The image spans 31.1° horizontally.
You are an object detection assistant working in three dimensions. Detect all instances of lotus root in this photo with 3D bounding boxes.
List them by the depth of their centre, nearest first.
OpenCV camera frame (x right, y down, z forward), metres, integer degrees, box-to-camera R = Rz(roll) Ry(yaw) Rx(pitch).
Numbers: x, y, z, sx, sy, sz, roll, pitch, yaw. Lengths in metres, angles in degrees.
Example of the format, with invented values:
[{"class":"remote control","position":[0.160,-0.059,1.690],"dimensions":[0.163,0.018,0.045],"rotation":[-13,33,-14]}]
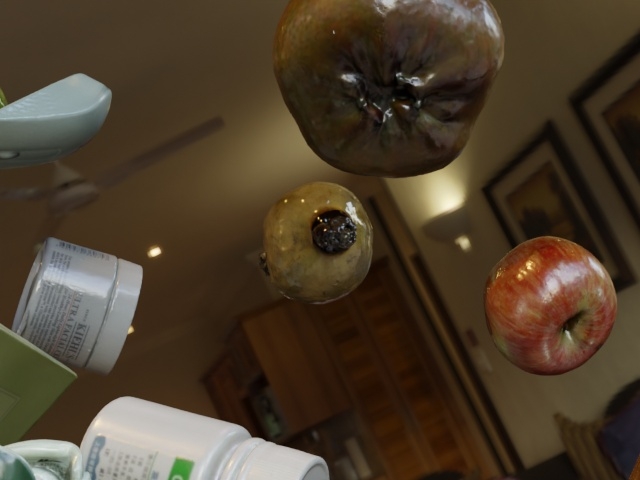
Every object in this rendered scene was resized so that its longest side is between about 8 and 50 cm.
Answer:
[{"class":"lotus root","position":[0.000,0.000,1.724],"dimensions":[0.183,0.182,0.310],"rotation":[-23,-5,-13]}]

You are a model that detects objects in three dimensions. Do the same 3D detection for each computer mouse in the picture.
[{"class":"computer mouse","position":[-0.354,-0.139,1.459],"dimensions":[0.231,0.079,0.128],"rotation":[-35,-5,-45]}]

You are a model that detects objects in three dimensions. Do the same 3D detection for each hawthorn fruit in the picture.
[{"class":"hawthorn fruit","position":[0.080,-0.231,1.364],"dimensions":[0.268,0.267,0.301],"rotation":[-29,32,16]}]

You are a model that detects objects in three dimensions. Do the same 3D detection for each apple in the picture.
[{"class":"apple","position":[0.247,0.067,1.251],"dimensions":[0.146,0.131,0.146],"rotation":[-11,-57,-17]}]

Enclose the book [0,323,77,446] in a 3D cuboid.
[{"class":"book","position":[-0.498,0.265,1.492],"dimensions":[0.352,0.035,0.239],"rotation":[-48,-34,-6]}]

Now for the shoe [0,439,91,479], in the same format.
[{"class":"shoe","position":[-0.254,0.247,0.999],"dimensions":[0.363,0.132,0.160],"rotation":[75,-145,-77]}]

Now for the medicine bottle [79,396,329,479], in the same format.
[{"class":"medicine bottle","position":[-0.119,0.250,1.179],"dimensions":[0.237,0.139,0.139],"rotation":[12,2,20]}]

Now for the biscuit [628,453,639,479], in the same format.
[{"class":"biscuit","position":[0.247,0.279,0.886],"dimensions":[0.062,0.385,0.365],"rotation":[15,-18,13]}]

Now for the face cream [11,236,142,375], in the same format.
[{"class":"face cream","position":[-0.364,0.098,1.708],"dimensions":[0.153,0.177,0.177],"rotation":[18,-27,-16]}]

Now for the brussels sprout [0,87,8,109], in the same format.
[{"class":"brussels sprout","position":[-0.652,-0.183,1.670],"dimensions":[0.276,0.315,0.371],"rotation":[-53,-5,35]}]
